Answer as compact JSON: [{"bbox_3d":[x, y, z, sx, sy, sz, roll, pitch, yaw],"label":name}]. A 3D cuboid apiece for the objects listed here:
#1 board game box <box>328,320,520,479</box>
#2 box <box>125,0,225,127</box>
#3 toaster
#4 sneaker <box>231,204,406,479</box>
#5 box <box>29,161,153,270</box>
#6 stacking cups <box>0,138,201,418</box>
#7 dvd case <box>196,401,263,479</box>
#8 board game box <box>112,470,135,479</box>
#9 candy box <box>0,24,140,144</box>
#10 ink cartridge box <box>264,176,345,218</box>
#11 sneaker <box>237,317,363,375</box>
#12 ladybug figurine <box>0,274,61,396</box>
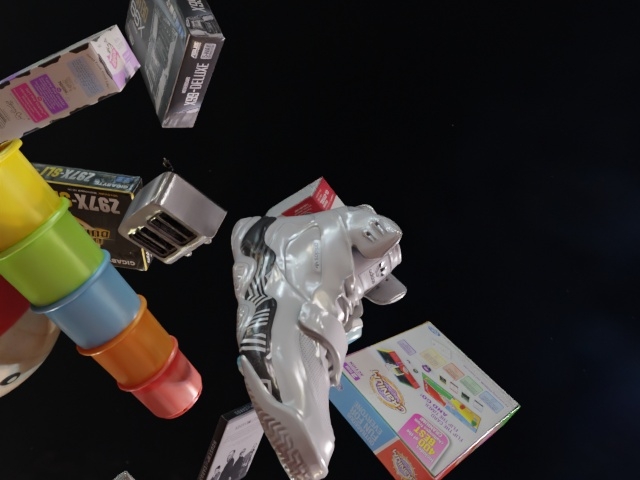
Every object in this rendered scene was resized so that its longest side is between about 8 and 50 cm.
[{"bbox_3d":[0.187,0.282,0.895,0.242,0.316,0.064,44,-56,31],"label":"board game box"},{"bbox_3d":[-0.317,-0.433,1.032,0.242,0.076,0.308,-49,-121,47],"label":"box"},{"bbox_3d":[-0.325,-0.052,1.069,0.168,0.110,0.185,-27,-53,35],"label":"toaster"},{"bbox_3d":[0.014,0.080,0.584,0.210,0.366,0.137,-15,-48,-2],"label":"sneaker"},{"bbox_3d":[-0.600,-0.057,1.242,0.321,0.079,0.257,8,-50,0],"label":"box"},{"bbox_3d":[-0.218,0.057,0.480,0.096,0.096,0.316,-21,-58,18],"label":"stacking cups"},{"bbox_3d":[-0.203,0.489,1.159,0.029,0.179,0.239,28,-76,28],"label":"dvd case"},{"bbox_3d":[-0.272,0.425,0.593,0.097,0.224,0.303,42,-28,27],"label":"board game box"},{"bbox_3d":[-0.369,-0.221,0.694,0.196,0.165,0.070,-23,-59,5],"label":"candy box"},{"bbox_3d":[0.000,0.000,0.850,0.127,0.072,0.175,-29,-69,29],"label":"ink cartridge box"},{"bbox_3d":[-0.019,0.306,1.126,0.127,0.319,0.208,-18,-91,62],"label":"sneaker"},{"bbox_3d":[-0.417,-0.014,0.460,0.161,0.305,0.449,-12,-51,28],"label":"ladybug figurine"}]
